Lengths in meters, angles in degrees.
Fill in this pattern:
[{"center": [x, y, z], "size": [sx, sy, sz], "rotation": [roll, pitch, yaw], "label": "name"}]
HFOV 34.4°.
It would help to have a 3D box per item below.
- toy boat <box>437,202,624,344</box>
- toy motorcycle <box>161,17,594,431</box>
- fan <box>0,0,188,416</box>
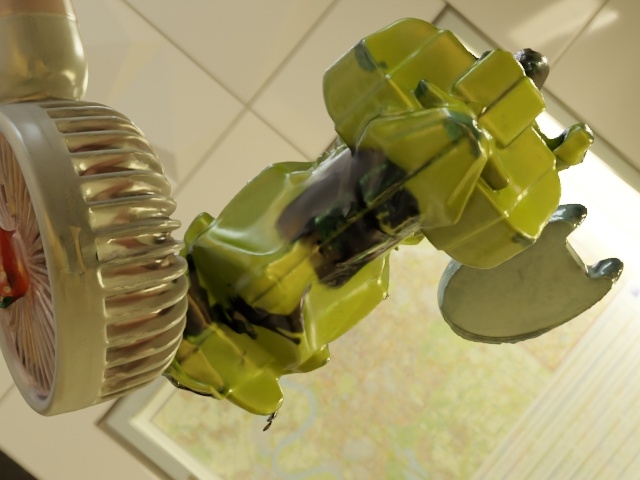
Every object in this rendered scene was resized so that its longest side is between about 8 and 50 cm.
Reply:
[{"center": [0.223, 0.037, 1.141], "size": [0.134, 0.207, 0.079], "rotation": [50, 29, -15], "label": "toy boat"}, {"center": [-0.002, -0.002, 0.641], "size": [0.142, 0.206, 0.342], "rotation": [43, -44, -10], "label": "toy motorcycle"}, {"center": [-0.124, -0.048, 0.446], "size": [0.130, 0.074, 0.244], "rotation": [-33, -108, 60], "label": "fan"}]
